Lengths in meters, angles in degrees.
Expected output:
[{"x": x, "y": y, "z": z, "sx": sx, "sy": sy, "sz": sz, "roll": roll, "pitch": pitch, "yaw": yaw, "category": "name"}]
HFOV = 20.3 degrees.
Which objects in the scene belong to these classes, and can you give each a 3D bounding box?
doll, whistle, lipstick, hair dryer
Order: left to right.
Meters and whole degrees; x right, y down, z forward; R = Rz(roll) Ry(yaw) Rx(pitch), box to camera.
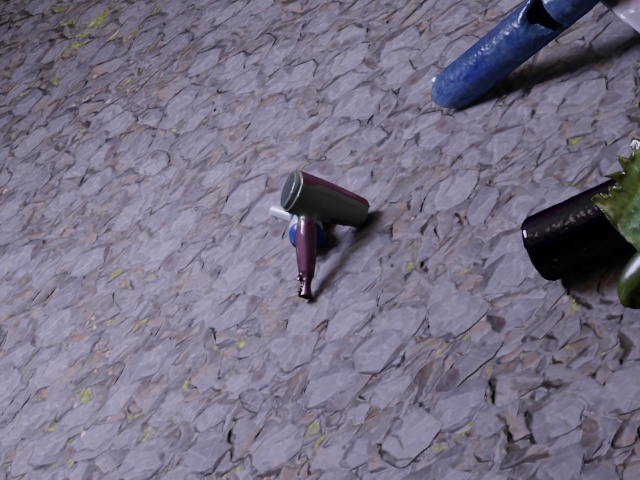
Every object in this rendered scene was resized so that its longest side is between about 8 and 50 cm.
[{"x": -0.017, "y": -0.033, "z": 2.249, "sx": 0.099, "sy": 0.057, "sz": 0.143, "roll": -10, "pitch": 35, "yaw": 7, "category": "doll"}, {"x": -0.007, "y": 0.000, "z": 2.171, "sx": 0.054, "sy": 0.106, "sz": 0.154, "roll": -30, "pitch": 42, "yaw": 62, "category": "hair dryer"}, {"x": 0.244, "y": -0.248, "z": 2.192, "sx": 0.304, "sy": 0.062, "sz": 0.062, "roll": -37, "pitch": 20, "yaw": 48, "category": "whistle"}, {"x": 0.347, "y": -0.042, "z": 1.820, "sx": 0.300, "sy": 0.081, "sz": 0.081, "roll": -23, "pitch": 31, "yaw": 24, "category": "lipstick"}]

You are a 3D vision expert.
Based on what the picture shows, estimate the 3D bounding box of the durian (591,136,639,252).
[{"x": 0.440, "y": -0.045, "z": 1.583, "sx": 0.394, "sy": 0.163, "sz": 0.198, "roll": 20, "pitch": 62, "yaw": 27, "category": "durian"}]

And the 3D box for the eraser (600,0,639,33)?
[{"x": 0.423, "y": -0.350, "z": 2.189, "sx": 0.213, "sy": 0.082, "sz": 0.397, "roll": -37, "pitch": 28, "yaw": 4, "category": "eraser"}]

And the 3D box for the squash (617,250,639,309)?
[{"x": 0.396, "y": -0.016, "z": 1.736, "sx": 0.258, "sy": 0.069, "sz": 0.069, "roll": -34, "pitch": 28, "yaw": 8, "category": "squash"}]
